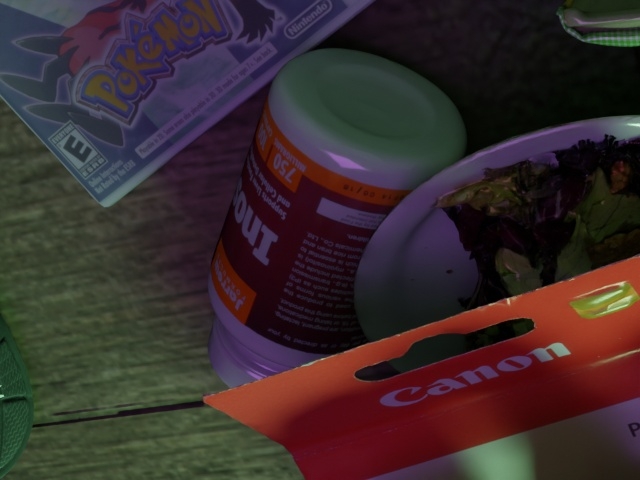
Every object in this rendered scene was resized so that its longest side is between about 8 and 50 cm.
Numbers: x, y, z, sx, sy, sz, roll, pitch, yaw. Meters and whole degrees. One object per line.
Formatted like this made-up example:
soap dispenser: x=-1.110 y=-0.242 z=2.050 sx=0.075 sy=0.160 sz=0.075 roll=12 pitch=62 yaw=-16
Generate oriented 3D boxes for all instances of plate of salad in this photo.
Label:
plate of salad: x=0.113 y=0.025 z=0.575 sx=0.200 sy=0.048 sz=0.200 roll=0 pitch=142 yaw=0

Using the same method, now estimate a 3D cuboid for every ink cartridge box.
ink cartridge box: x=0.085 y=0.091 z=0.571 sx=0.181 sy=0.056 sz=0.225 roll=-20 pitch=152 yaw=19

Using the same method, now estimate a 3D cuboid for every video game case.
video game case: x=-0.091 y=-0.130 z=0.615 sx=0.201 sy=0.023 sz=0.183 roll=-34 pitch=104 yaw=35

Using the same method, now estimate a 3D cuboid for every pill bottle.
pill bottle: x=0.000 y=0.000 z=0.621 sx=0.086 sy=0.086 sz=0.152 roll=25 pitch=126 yaw=6

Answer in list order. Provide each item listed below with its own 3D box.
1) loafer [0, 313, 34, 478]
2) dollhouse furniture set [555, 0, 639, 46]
loafer: x=-0.226 y=0.014 z=0.722 sx=0.084 sy=0.096 sz=0.267 roll=6 pitch=125 yaw=26
dollhouse furniture set: x=0.166 y=-0.075 z=0.512 sx=0.152 sy=0.076 sz=0.058 roll=-3 pitch=119 yaw=23
